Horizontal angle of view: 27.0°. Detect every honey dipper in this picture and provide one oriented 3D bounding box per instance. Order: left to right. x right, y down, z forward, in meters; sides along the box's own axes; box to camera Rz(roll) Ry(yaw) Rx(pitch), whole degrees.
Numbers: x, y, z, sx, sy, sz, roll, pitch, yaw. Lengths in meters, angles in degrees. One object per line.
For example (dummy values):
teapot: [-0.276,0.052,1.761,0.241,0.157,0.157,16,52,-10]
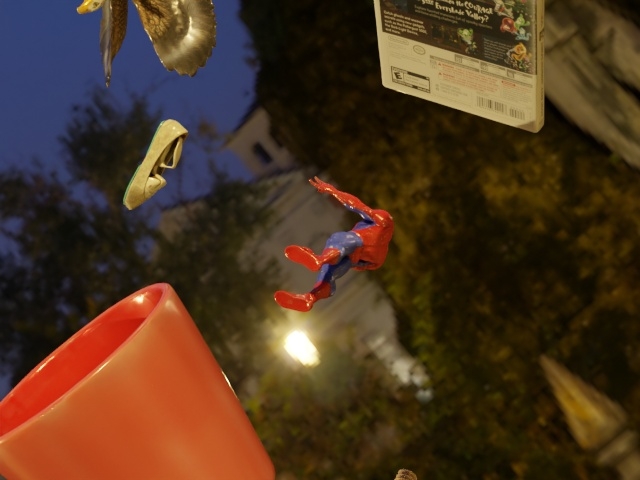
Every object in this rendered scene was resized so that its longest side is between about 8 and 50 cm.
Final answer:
honey dipper: [0.093,0.391,1.888,0.161,0.030,0.030,-54,3,-41]

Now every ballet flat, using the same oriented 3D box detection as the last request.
ballet flat: [-0.270,-0.119,2.200,0.168,0.052,0.057,-64,-18,8]

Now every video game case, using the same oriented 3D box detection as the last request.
video game case: [0.141,-0.206,1.367,0.022,0.190,0.173,-49,-34,-33]

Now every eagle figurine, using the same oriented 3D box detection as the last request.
eagle figurine: [-0.328,-0.422,2.248,0.225,0.298,0.226,-33,34,-7]

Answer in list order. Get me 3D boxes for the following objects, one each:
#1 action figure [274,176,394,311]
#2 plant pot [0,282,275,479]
action figure: [0.000,0.000,1.674,0.280,0.139,0.091,-23,-47,-60]
plant pot: [-0.197,0.221,1.452,0.275,0.243,0.275,-36,13,10]
